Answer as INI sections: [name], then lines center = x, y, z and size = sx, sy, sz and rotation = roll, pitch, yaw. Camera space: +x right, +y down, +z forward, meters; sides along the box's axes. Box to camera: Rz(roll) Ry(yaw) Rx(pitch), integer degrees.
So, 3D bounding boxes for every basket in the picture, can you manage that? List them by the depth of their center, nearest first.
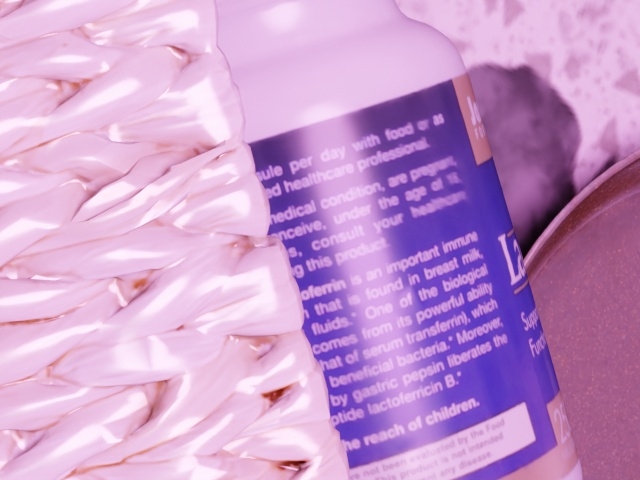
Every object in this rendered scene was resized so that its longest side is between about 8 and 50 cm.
[basket]
center = -0.197, 0.025, 0.603
size = 0.331, 0.328, 0.266
rotation = -18, 99, -15

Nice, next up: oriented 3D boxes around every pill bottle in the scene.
[pill bottle]
center = 0.000, 0.000, 0.794
size = 0.153, 0.153, 0.265
rotation = -19, 96, -23

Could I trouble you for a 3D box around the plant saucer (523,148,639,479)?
[plant saucer]
center = 0.192, 0.095, 0.961
size = 0.310, 0.050, 0.311
rotation = -2, 96, -25
